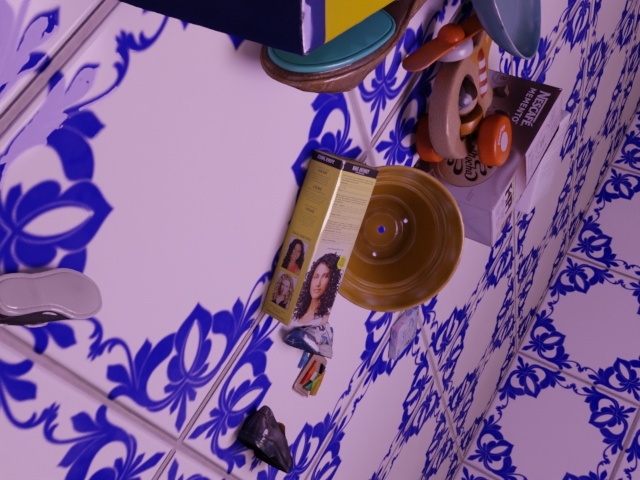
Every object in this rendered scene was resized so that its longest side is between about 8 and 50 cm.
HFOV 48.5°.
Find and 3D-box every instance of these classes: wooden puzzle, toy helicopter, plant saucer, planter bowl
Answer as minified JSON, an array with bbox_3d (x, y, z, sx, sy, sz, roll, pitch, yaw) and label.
[{"bbox_3d":[-0.013,0.222,1.177,0.079,0.014,0.116,-64,153,-7],"label":"wooden puzzle"},{"bbox_3d":[0.237,-0.305,1.145,0.235,0.140,0.355,39,65,-54],"label":"toy helicopter"},{"bbox_3d":[0.253,-0.414,1.017,0.317,0.043,0.318,20,66,-56],"label":"plant saucer"},{"bbox_3d":[0.098,-0.010,1.063,0.090,0.217,0.217,-111,-141,-77],"label":"planter bowl"}]

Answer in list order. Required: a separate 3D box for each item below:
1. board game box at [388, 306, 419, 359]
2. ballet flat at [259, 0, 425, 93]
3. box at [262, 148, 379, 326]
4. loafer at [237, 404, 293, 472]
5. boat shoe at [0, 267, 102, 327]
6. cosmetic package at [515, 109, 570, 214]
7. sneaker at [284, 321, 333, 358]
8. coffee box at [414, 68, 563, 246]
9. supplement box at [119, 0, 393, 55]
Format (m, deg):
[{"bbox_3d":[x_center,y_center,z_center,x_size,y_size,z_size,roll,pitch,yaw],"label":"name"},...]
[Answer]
[{"bbox_3d":[0.176,0.193,1.503,0.090,0.020,0.090,-42,145,-42],"label":"board game box"},{"bbox_3d":[0.045,-0.252,0.832,0.342,0.116,0.124,-55,171,-31],"label":"ballet flat"},{"bbox_3d":[0.000,0.000,0.962,0.087,0.058,0.232,5,106,-51],"label":"box"},{"bbox_3d":[-0.070,0.309,1.091,0.061,0.062,0.170,-60,155,-24],"label":"loafer"},{"bbox_3d":[-0.236,0.051,0.598,0.125,0.038,0.046,1,68,-68],"label":"boat shoe"},{"bbox_3d":[0.411,-0.183,1.495,0.151,0.151,0.184,-39,143,-45],"label":"cosmetic package"},{"bbox_3d":[-0.014,0.141,1.084,0.135,0.052,0.058,43,60,-67],"label":"sneaker"},{"bbox_3d":[0.302,-0.157,1.293,0.297,0.168,0.119,-55,152,-21],"label":"coffee box"},{"bbox_3d":[0.010,-0.324,0.582,0.356,0.194,0.195,-43,146,-40],"label":"supplement box"}]
